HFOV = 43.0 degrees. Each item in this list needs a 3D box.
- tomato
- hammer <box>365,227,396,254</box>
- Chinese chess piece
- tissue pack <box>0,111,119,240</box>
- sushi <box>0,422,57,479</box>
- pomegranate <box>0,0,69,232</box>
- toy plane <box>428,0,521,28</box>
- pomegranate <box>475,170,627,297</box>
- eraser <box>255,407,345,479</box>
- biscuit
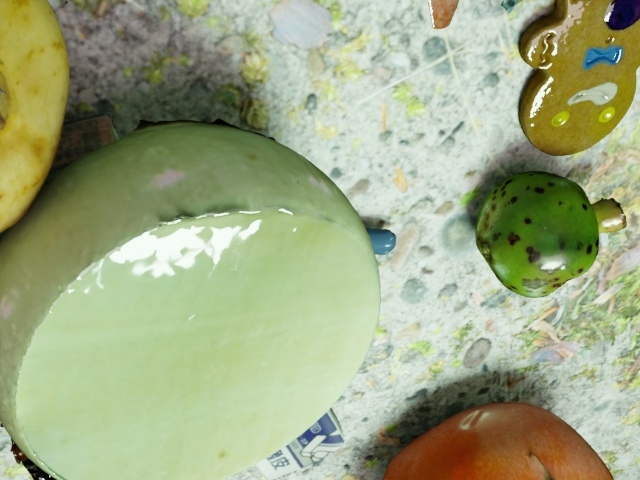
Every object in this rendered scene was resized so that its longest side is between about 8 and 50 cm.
[{"bbox_3d":[0.247,0.380,1.176,0.341,0.273,0.341,-5,117,-9],"label":"tomato"},{"bbox_3d":[0.000,0.000,0.896,0.194,0.069,0.116,2,125,-30],"label":"hammer"},{"bbox_3d":[-0.117,0.065,0.721,0.349,0.146,0.349,-18,132,-21],"label":"Chinese chess piece"},{"bbox_3d":[-0.313,0.029,0.764,0.316,0.103,0.228,-17,130,-9],"label":"tissue pack"},{"bbox_3d":[-0.257,0.194,0.887,0.153,0.172,0.150,-32,90,29],"label":"sushi"},{"bbox_3d":[-0.292,-0.102,0.569,0.248,0.248,0.248,-11,131,-13],"label":"pomegranate"},{"bbox_3d":[0.196,-0.328,0.677,0.326,0.104,0.223,-35,131,7],"label":"toy plane"},{"bbox_3d":[0.260,-0.019,0.927,0.169,0.143,0.122,-22,138,12],"label":"pomegranate"},{"bbox_3d":[-0.059,0.213,1.041,0.124,0.068,0.210,-25,132,2],"label":"eraser"},{"bbox_3d":[0.292,-0.193,0.875,0.180,0.039,0.236,-10,132,-16],"label":"biscuit"}]
